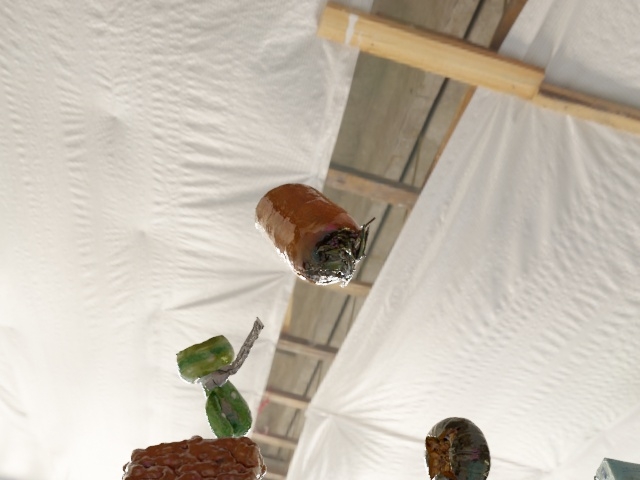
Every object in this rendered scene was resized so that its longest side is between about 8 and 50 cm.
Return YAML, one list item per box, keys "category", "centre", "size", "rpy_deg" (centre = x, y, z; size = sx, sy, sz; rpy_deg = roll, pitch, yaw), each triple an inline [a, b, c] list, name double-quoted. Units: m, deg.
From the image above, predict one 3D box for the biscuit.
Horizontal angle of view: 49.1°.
- category: "biscuit"
  centre: [-0.271, 0.520, 1.428]
  size: [0.318, 0.312, 0.111]
  rpy_deg: [-2, -73, -3]

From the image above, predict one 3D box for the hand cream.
- category: "hand cream"
  centre: [-0.243, 0.336, 2.027]
  size: [0.050, 0.084, 0.257]
  rpy_deg: [38, -87, -19]

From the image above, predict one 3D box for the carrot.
- category: "carrot"
  centre: [0.000, 0.000, 1.646]
  size: [0.214, 0.331, 0.193]
  rpy_deg: [3, -67, -29]

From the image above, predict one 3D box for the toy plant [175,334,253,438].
- category: "toy plant"
  centre: [-0.311, 0.464, 2.155]
  size: [0.184, 0.316, 0.224]
  rpy_deg: [-28, -13, 13]

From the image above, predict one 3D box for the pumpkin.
- category: "pumpkin"
  centre: [0.417, 0.655, 2.122]
  size: [0.159, 0.238, 0.238]
  rpy_deg: [12, -36, -22]

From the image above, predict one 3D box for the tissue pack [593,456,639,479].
- category: "tissue pack"
  centre: [0.774, 0.593, 1.576]
  size: [0.263, 0.177, 0.089]
  rpy_deg: [14, -62, -5]
